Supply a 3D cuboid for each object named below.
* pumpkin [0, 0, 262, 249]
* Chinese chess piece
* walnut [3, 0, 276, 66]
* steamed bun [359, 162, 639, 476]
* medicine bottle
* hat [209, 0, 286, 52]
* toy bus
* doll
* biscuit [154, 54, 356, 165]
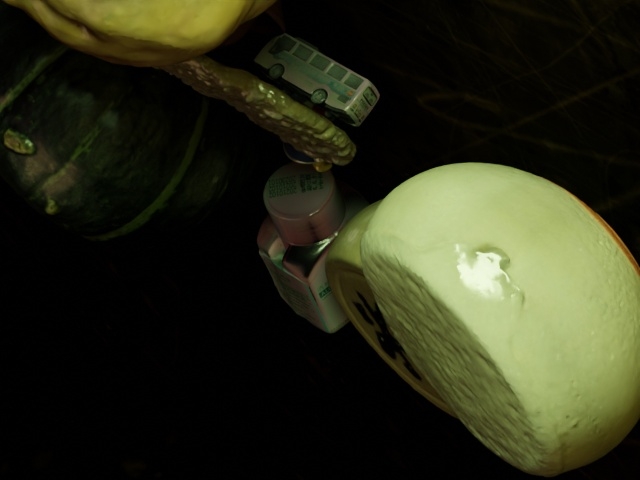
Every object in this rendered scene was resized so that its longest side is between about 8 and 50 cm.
[{"bbox_3d":[-0.212,-0.141,1.975,0.323,0.241,0.323,35,-157,-18],"label":"pumpkin"},{"bbox_3d":[0.120,0.070,1.976,0.257,0.104,0.257,43,165,14],"label":"Chinese chess piece"},{"bbox_3d":[-0.160,-0.305,1.435,0.344,0.306,0.306,39,163,22],"label":"walnut"},{"bbox_3d":[0.171,0.051,1.629,0.283,0.177,0.283,49,166,17],"label":"steamed bun"},{"bbox_3d":[0.000,0.000,2.094,0.094,0.119,0.188,37,162,35],"label":"medicine bottle"},{"bbox_3d":[-0.128,-0.230,1.822,0.205,0.089,0.205,25,175,2],"label":"hat"},{"bbox_3d":[-0.004,-0.153,1.841,0.130,0.052,0.037,33,173,36],"label":"toy bus"},{"bbox_3d":[-0.019,-0.125,1.956,0.143,0.057,0.099,68,175,-51],"label":"doll"},{"bbox_3d":[-0.051,-0.125,1.819,0.250,0.032,0.133,30,175,-32],"label":"biscuit"}]
